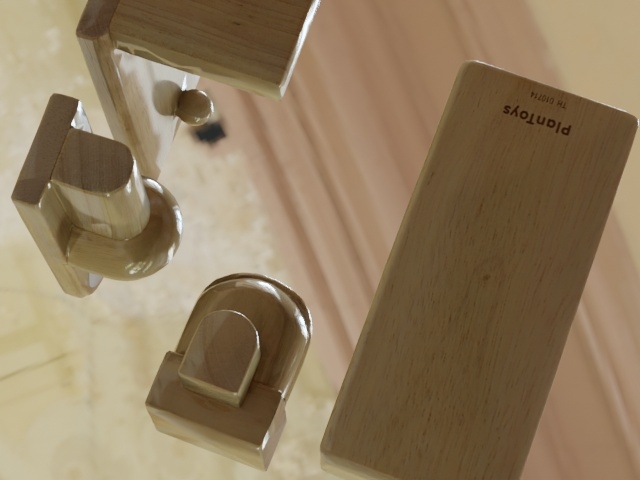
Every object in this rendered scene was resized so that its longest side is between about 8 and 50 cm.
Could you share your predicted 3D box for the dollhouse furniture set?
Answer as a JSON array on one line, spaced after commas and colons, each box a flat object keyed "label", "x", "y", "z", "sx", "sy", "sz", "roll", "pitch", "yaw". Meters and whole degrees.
[{"label": "dollhouse furniture set", "x": 0.000, "y": 0.000, "z": 0.544, "sx": 0.151, "sy": 0.123, "sz": 0.144, "roll": 19, "pitch": -106, "yaw": 7}]
